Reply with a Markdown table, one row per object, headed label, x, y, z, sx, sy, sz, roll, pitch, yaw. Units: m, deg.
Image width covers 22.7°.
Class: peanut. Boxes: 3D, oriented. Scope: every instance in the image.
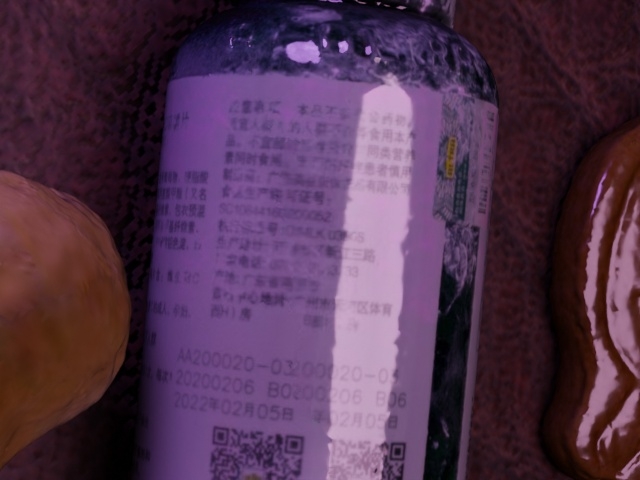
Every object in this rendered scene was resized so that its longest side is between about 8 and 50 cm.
| label | x | y | z | sx | sy | sz | roll | pitch | yaw |
| --- | --- | --- | --- | --- | --- | --- | --- | --- | --- |
| peanut | -0.160 | 0.046 | 0.567 | 0.224 | 0.129 | 0.129 | -29 | 108 | -32 |

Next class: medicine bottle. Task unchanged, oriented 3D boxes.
| label | x | y | z | sx | sy | sz | roll | pitch | yaw |
| --- | --- | --- | --- | --- | --- | --- | --- | --- | --- |
| medicine bottle | 0.000 | 0.000 | 0.670 | 0.141 | 0.141 | 0.293 | 5 | 89 | -36 |

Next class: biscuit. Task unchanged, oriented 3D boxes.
| label | x | y | z | sx | sy | sz | roll | pitch | yaw |
| --- | --- | --- | --- | --- | --- | --- | --- | --- | --- |
| biscuit | 0.235 | 0.051 | 0.904 | 0.273 | 0.049 | 0.257 | 14 | 84 | -34 |
